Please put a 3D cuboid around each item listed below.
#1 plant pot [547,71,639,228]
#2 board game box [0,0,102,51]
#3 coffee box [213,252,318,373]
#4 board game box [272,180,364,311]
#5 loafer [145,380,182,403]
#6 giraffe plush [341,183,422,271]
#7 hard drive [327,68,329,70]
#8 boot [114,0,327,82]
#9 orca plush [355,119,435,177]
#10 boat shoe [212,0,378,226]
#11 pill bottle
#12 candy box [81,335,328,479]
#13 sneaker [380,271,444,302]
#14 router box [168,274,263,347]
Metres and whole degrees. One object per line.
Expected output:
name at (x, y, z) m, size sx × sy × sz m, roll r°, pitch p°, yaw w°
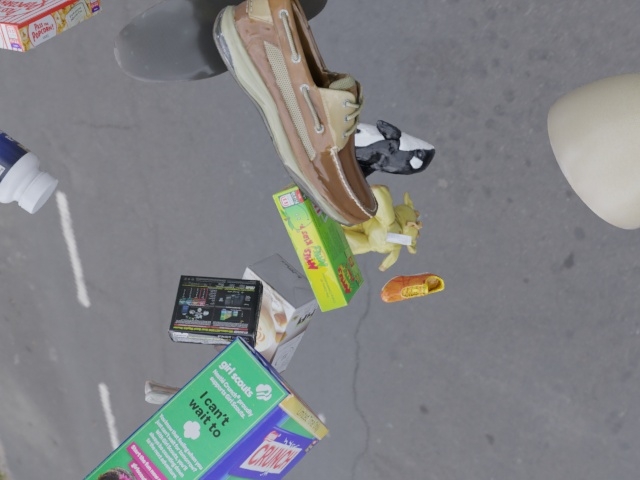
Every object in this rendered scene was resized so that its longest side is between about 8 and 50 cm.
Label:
plant pot at (0.573, -0.187, 1.327) m, size 0.284 × 0.284 × 0.191 m, roll 49°, pitch 138°, yaw -4°
board game box at (-0.484, -0.375, 1.242) m, size 0.147 × 0.193 × 0.045 m, roll 13°, pitch 129°, yaw 21°
coffee box at (-0.112, 0.170, 1.566) m, size 0.141 × 0.098 × 0.246 m, roll 39°, pitch 127°, yaw 20°
board game box at (0.000, 0.000, 1.077) m, size 0.043 × 0.092 × 0.181 m, roll -18°, pitch 102°, yaw 25°
loafer at (-0.284, 0.296, 1.448) m, size 0.045 × 0.125 × 0.039 m, roll -39°, pitch 50°, yaw 26°
giraffe plush at (0.145, -0.039, 1.638) m, size 0.210 × 0.170 × 0.181 m, roll 28°, pitch 112°, yaw 27°
hard drive at (-0.092, -0.464, 1.765) m, size 0.040 × 0.203 × 0.307 m, roll -51°, pitch 54°, yaw 22°
boot at (-0.142, -0.298, 1.043) m, size 0.115 × 0.305 × 0.112 m, roll 29°, pitch 142°, yaw 64°
orca plush at (0.065, -0.159, 1.348) m, size 0.287 × 0.102 × 0.151 m, roll 18°, pitch 169°, yaw -27°
boat shoe at (-0.006, -0.166, 0.949) m, size 0.120 × 0.122 × 0.324 m, roll -25°, pitch 112°, yaw 20°
pill bottle at (-0.506, -0.119, 1.182) m, size 0.169 × 0.094 × 0.094 m, roll 36°, pitch 140°, yaw -9°
candy box at (-0.155, 0.306, 1.010) m, size 0.122 × 0.317 × 0.268 m, roll 42°, pitch 170°, yaw 25°
sneaker at (0.232, 0.116, 1.882) m, size 0.067 × 0.175 × 0.064 m, roll 21°, pitch 124°, yaw 63°
router box at (-0.146, 0.100, 1.066) m, size 0.122 × 0.092 × 0.038 m, roll 4°, pitch 145°, yaw 4°
